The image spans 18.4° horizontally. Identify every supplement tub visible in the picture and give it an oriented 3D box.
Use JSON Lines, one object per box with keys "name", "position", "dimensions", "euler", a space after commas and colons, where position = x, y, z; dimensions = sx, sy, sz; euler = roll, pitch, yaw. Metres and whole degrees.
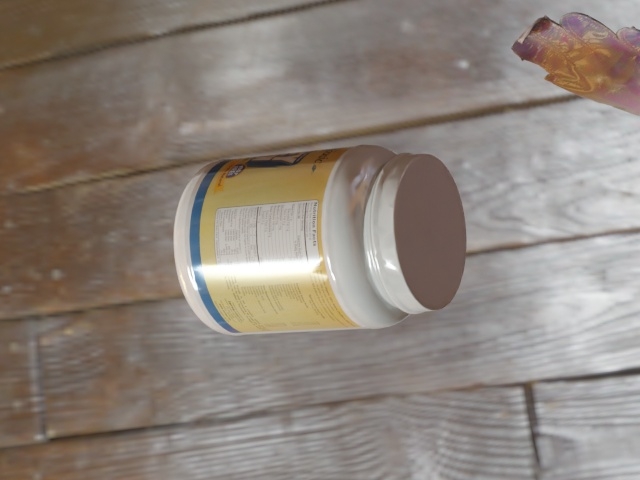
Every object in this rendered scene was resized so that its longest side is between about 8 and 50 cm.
{"name": "supplement tub", "position": [0.000, 0.000, 1.560], "dimensions": [0.199, 0.144, 0.144], "euler": [-4, 87, 30]}

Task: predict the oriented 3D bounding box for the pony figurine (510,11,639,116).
{"name": "pony figurine", "position": [0.373, -0.137, 1.553], "dimensions": [0.303, 0.351, 0.363], "euler": [-50, 29, 33]}
